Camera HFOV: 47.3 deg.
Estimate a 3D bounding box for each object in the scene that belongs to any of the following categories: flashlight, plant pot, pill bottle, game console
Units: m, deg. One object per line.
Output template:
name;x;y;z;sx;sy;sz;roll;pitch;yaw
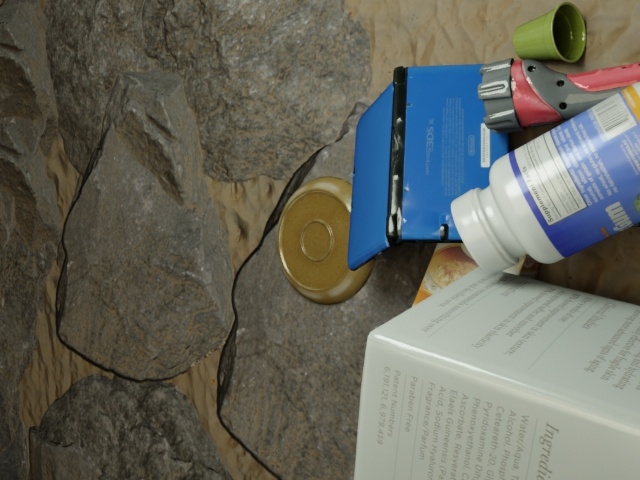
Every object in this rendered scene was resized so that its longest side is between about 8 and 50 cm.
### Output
flashlight;0.367;-0.213;0.962;0.304;0.103;0.103;-8;48;28
plant pot;0.321;-0.289;1.046;0.079;0.083;0.083;1;91;51
pill bottle;0.308;-0.064;0.909;0.272;0.152;0.152;-30;71;24
game console;0.163;-0.109;1.153;0.250;0.173;0.293;1;69;10
plant pot;0.000;0.000;1.337;0.236;0.032;0.236;-1;89;39

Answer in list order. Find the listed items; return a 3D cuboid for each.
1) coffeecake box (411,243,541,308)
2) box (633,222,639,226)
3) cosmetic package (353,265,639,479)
coffeecake box;0.234;0.074;1.118;0.142;0.068;0.185;31;109;37
box;0.427;-0.068;0.967;0.083;0.052;0.062;-50;61;27
cosmetic package;0.285;0.258;0.855;0.394;0.329;0.327;15;109;32
